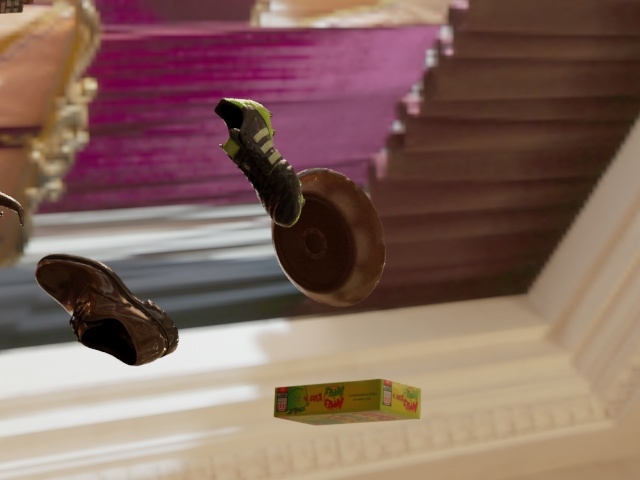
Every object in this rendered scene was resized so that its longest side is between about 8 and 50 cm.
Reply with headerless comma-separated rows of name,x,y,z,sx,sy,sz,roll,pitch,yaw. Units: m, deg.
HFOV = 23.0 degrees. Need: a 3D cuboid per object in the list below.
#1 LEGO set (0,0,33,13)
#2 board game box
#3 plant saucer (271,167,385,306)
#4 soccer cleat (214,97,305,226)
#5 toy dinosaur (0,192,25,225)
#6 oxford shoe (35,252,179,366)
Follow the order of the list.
LEGO set,-0.602,-0.551,2.789,0.255,0.192,0.331,114,-35,-57
board game box,0.035,0.219,2.121,0.181,0.092,0.043,-9,-108,38
plant saucer,0.000,0.000,2.172,0.199,0.036,0.198,13,-69,36
soccer cleat,-0.072,-0.087,1.762,0.060,0.072,0.179,-49,-132,33
toy dinosaur,-0.558,-0.092,2.314,0.313,0.121,0.160,42,-10,35
oxford shoe,-0.301,0.090,2.084,0.227,0.096,0.083,30,-56,22
